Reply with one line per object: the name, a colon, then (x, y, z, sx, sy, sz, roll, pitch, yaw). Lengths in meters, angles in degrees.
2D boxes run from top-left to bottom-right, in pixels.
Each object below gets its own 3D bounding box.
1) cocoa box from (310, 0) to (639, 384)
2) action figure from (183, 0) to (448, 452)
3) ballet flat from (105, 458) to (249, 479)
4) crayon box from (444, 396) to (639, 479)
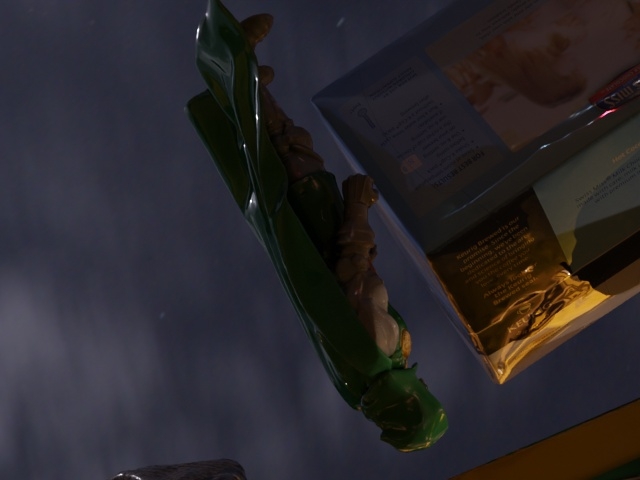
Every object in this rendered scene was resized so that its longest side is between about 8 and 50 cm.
cocoa box: (0.214, -0.092, 1.242, 0.347, 0.231, 0.228, -34, -41, 0)
action figure: (0.000, 0.000, 0.689, 0.064, 0.137, 0.232, -21, -113, -9)
ballet flat: (-0.093, 0.227, 0.842, 0.182, 0.483, 0.164, 5, -89, -11)
crayon box: (0.223, 0.316, 1.000, 0.313, 0.106, 0.362, -20, -110, -16)
